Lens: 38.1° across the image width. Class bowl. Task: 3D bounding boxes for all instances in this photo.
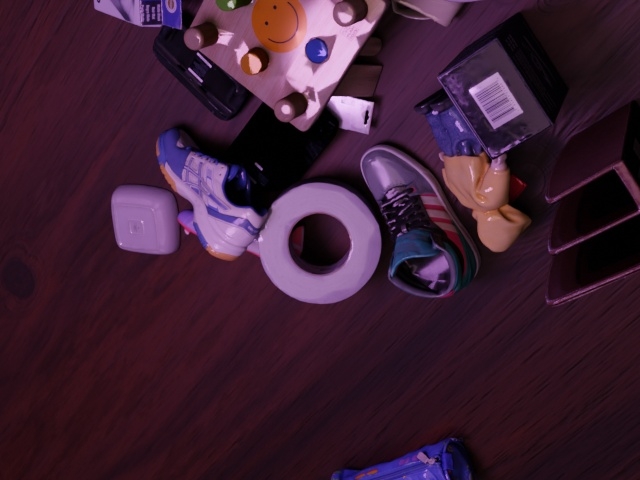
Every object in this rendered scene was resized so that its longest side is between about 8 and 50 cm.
[{"bbox_3d":[-0.352,-0.036,1.829,0.142,0.053,0.142,7,114,18],"label":"bowl"}]

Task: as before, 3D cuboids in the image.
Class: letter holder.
[{"bbox_3d":[0.403,-0.056,1.379,0.214,0.302,0.152,-30,99,30],"label":"letter holder"}]

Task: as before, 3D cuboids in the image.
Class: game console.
[{"bbox_3d":[-0.149,-0.256,1.641,0.361,0.044,0.213,44,131,0],"label":"game console"}]

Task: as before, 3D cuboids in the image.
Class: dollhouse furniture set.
[{"bbox_3d":[0.020,-0.341,1.560,0.151,0.123,0.144,45,128,39],"label":"dollhouse furniture set"}]

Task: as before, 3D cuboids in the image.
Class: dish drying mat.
[{"bbox_3d":[0.314,-0.074,1.576,0.032,0.008,0.083,38,121,3],"label":"dish drying mat"}]

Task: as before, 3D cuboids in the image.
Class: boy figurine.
[{"bbox_3d":[0.259,-0.113,1.507,0.285,0.092,0.177,60,162,-12],"label":"boy figurine"}]

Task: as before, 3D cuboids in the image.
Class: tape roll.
[{"bbox_3d":[0.000,0.000,1.654,0.219,0.072,0.219,0,102,2],"label":"tape roll"}]

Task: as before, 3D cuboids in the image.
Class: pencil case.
[{"bbox_3d":[0.155,0.480,1.821,0.306,0.119,0.133,-23,132,28],"label":"pencil case"}]

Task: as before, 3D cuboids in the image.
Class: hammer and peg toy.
[{"bbox_3d":[-0.026,-0.368,1.383,0.266,0.127,0.361,40,122,5],"label":"hammer and peg toy"}]

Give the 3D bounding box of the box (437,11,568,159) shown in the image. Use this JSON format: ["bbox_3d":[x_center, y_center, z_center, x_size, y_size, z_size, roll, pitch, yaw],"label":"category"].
[{"bbox_3d":[0.281,-0.237,1.400,0.108,0.207,0.153,-31,98,30],"label":"box"}]

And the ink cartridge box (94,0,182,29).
[{"bbox_3d":[-0.317,-0.481,1.563,0.224,0.045,0.223,25,124,41],"label":"ink cartridge box"}]

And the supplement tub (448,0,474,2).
[{"bbox_3d":[0.236,-0.510,1.273,0.228,0.228,0.316,-5,115,23],"label":"supplement tub"}]

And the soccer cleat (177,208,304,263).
[{"bbox_3d":[-0.148,-0.023,1.746,0.248,0.083,0.095,22,104,10],"label":"soccer cleat"}]

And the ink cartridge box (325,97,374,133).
[{"bbox_3d":[0.038,-0.228,1.603,0.115,0.029,0.063,16,118,13],"label":"ink cartridge box"}]

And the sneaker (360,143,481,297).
[{"bbox_3d":[0.150,-0.017,1.566,0.124,0.178,0.295,-35,97,30],"label":"sneaker"}]

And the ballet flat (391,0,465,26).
[{"bbox_3d":[0.108,-0.404,1.473,0.248,0.086,0.086,23,119,10],"label":"ballet flat"}]

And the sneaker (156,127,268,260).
[{"bbox_3d":[-0.187,-0.109,1.665,0.131,0.112,0.296,-45,64,24],"label":"sneaker"}]
